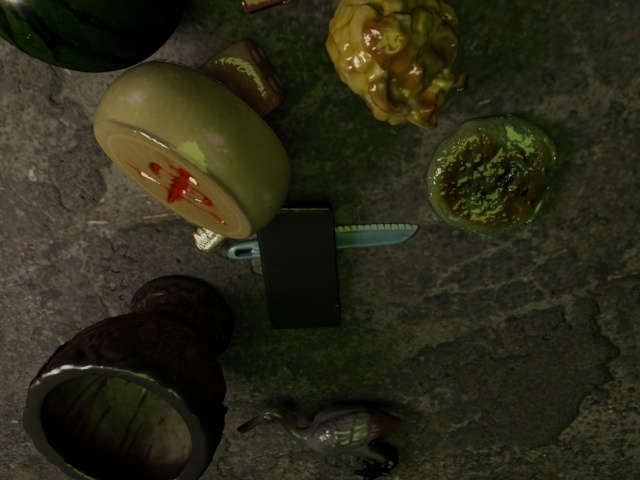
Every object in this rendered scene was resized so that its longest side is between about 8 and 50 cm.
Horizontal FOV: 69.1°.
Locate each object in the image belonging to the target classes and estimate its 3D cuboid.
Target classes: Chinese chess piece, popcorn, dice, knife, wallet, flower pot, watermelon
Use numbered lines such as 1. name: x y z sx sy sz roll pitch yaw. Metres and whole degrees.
1. Chinese chess piece: -0.159 -0.103 0.590 0.250 0.097 0.251 26 159 11
2. popcorn: 0.090 -0.217 0.549 0.170 0.180 0.180 15 124 38
3. dice: -0.107 -0.201 0.611 0.094 0.091 0.093 -25 112 17
4. knife: 0.000 0.000 0.748 0.312 0.019 0.045 -5 115 5
5. wallet: -0.034 0.049 0.753 0.124 0.025 0.245 -3 125 3
6. flower pot: -0.260 0.203 0.732 0.266 0.267 0.267 2 115 4
7. watermelon: -0.257 -0.303 0.488 0.242 0.242 0.243 2 117 4

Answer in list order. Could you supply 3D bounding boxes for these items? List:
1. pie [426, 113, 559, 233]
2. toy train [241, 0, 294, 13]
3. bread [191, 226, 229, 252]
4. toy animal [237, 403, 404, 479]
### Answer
1. pie: 0.245 -0.089 0.666 0.186 0.041 0.187 2 116 4
2. toy train: 0.004 -0.395 0.485 0.304 0.150 0.222 -14 125 10
3. bread: -0.165 -0.017 0.742 0.088 0.034 0.049 -43 92 18
4. toy animal: 0.020 0.370 0.889 0.323 0.090 0.195 24 116 -10
